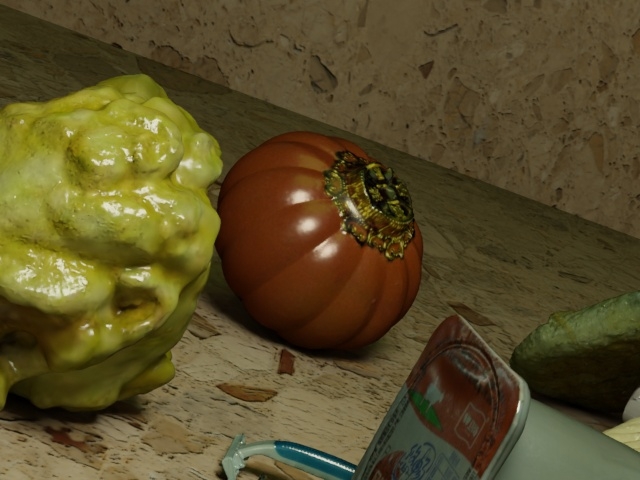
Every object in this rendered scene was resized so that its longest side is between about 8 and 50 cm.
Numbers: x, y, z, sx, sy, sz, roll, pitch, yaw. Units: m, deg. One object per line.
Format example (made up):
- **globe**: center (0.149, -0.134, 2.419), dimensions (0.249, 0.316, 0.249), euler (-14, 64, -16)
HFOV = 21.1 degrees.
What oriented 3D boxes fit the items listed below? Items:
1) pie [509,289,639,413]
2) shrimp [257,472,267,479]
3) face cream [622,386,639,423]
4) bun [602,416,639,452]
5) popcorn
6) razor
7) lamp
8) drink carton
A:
- **pie**: center (0.332, 0.115, 1.713), dimensions (0.277, 0.078, 0.277), euler (7, -22, 3)
- **shrimp**: center (-0.038, 0.203, 1.102), dimensions (0.091, 0.034, 0.161), euler (31, 17, -7)
- **face cream**: center (0.437, 0.229, 1.584), dimensions (0.348, 0.105, 0.105), euler (27, 14, 31)
- **bun**: center (0.290, 0.226, 1.297), dimensions (0.229, 0.145, 0.229), euler (-13, 19, 4)
- **popcorn**: center (-0.187, -0.003, 1.227), dimensions (0.235, 0.250, 0.242), euler (29, 14, 2)
- **razor**: center (0.022, 0.183, 1.258), dimensions (0.191, 0.037, 0.068), euler (21, 11, 2)
- **lamp**: center (0.000, 0.000, 1.653), dimensions (0.223, 0.196, 0.223), euler (30, 42, -32)
- **drink carton**: center (0.134, 0.184, 1.141), dimensions (0.189, 0.191, 0.185), euler (26, 6, -21)
